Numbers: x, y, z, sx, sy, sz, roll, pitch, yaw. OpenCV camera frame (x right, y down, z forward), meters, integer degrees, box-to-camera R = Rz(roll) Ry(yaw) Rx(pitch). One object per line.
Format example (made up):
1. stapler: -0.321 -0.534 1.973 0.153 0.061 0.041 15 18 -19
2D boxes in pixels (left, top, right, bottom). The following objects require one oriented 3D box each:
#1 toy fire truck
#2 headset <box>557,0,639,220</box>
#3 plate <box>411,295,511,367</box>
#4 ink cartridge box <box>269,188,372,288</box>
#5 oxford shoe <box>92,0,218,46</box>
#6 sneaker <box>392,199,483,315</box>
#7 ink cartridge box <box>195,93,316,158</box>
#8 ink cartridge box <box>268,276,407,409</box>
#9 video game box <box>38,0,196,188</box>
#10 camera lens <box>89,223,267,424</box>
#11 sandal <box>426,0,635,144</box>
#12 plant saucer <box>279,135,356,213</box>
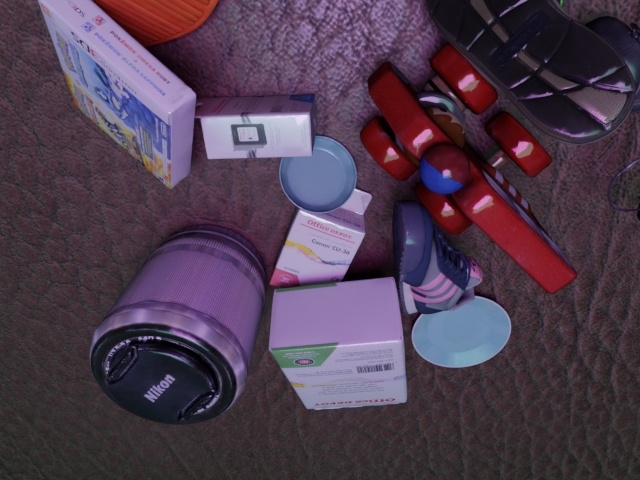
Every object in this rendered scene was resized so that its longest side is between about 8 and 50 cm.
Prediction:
1. toy fire truck: 0.181 -0.095 0.531 0.302 0.254 0.169 39 115 -19
2. headset: 0.399 -0.203 0.494 0.243 0.185 0.395 -11 109 10
3. plate: 0.272 0.175 0.825 0.188 0.024 0.188 2 122 3
4. ink cartridge box: 0.000 0.000 0.709 0.115 0.067 0.198 19 121 -8
5. oxford shoe: -0.174 -0.354 0.495 0.363 0.130 0.133 -20 79 25
6. sneaker: 0.177 0.029 0.634 0.130 0.112 0.319 -5 156 13
7. ink cartridge box: -0.098 -0.162 0.595 0.180 0.104 0.060 -1 122 4
8. ink cartridge box: 0.044 0.195 0.750 0.201 0.117 0.278 -7 141 8
9. video game box: -0.246 -0.178 0.538 0.187 0.048 0.205 44 155 -1
10. camera lens: -0.207 0.125 0.676 0.219 0.274 0.220 1 122 2
11. sandal: 0.221 -0.230 0.480 0.120 0.086 0.303 -34 75 27
12. plant saucer: -0.005 -0.099 0.648 0.119 0.021 0.120 1 85 -10
